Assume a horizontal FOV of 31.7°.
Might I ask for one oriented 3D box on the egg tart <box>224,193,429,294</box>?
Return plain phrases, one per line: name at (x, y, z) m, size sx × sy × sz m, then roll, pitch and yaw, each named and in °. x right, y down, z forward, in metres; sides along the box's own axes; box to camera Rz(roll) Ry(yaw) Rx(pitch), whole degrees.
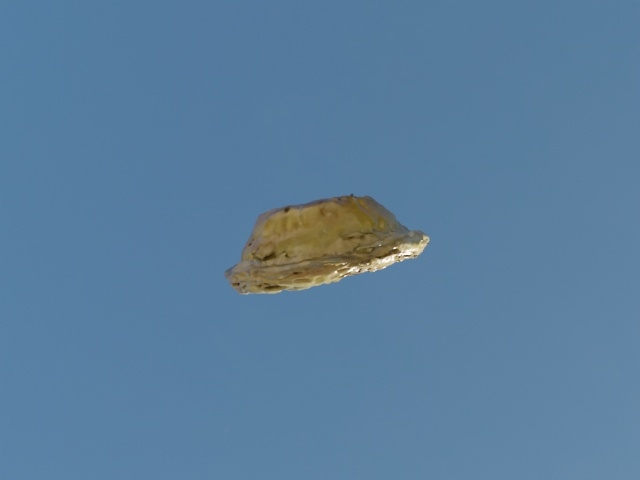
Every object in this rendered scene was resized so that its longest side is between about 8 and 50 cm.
egg tart at (0.000, 0.000, 0.693) m, size 0.129 × 0.129 × 0.049 m, roll -11°, pitch -89°, yaw 21°
